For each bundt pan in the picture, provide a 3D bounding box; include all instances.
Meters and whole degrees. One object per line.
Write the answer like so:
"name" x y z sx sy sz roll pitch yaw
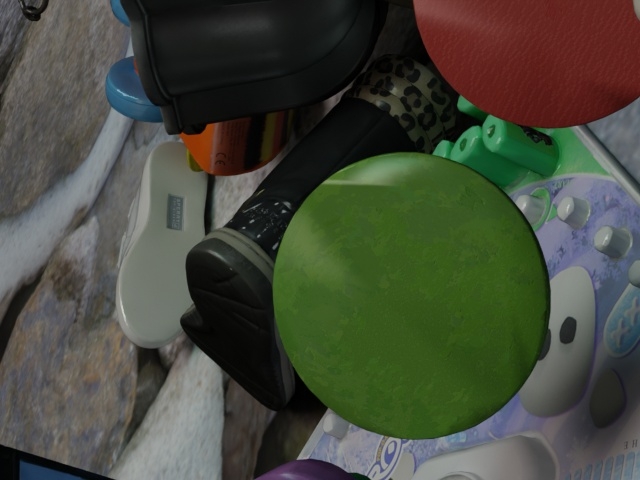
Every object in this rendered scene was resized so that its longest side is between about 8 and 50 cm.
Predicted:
"bundt pan" -0.027 -0.226 1.033 0.331 0.124 0.331 -1 -90 -82

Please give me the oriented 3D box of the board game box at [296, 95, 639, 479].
"board game box" 0.060 0.154 0.877 0.390 0.050 0.390 -60 27 19

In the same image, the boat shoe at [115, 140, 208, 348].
"boat shoe" -0.124 0.010 1.333 0.063 0.066 0.184 119 154 -49

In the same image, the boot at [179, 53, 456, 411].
"boot" 0.001 0.001 1.072 0.178 0.085 0.236 -48 -11 -17

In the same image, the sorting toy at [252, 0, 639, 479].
"sorting toy" 0.067 -0.002 0.826 0.366 0.127 0.126 -66 -16 14

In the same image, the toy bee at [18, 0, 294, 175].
"toy bee" -0.087 -0.167 1.310 0.298 0.162 0.195 58 146 22

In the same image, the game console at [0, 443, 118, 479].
"game console" -0.147 0.175 1.157 0.085 0.144 0.124 -51 31 31

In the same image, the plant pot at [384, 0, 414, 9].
"plant pot" 0.126 -0.249 0.862 0.229 0.263 0.263 2 72 45

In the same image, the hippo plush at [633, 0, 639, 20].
"hippo plush" 0.219 -0.003 0.496 0.234 0.294 0.237 9 106 49
